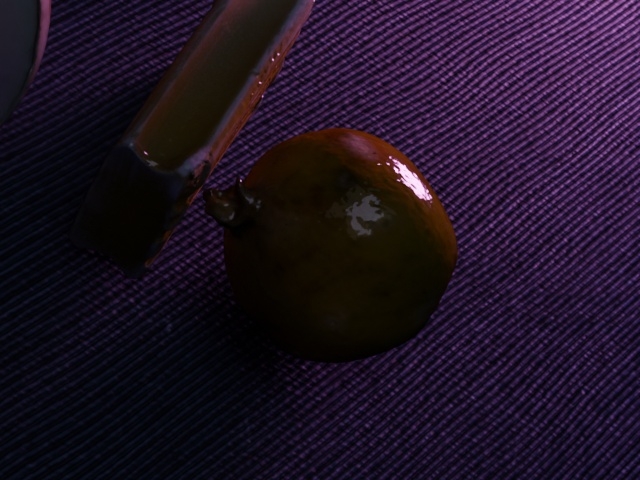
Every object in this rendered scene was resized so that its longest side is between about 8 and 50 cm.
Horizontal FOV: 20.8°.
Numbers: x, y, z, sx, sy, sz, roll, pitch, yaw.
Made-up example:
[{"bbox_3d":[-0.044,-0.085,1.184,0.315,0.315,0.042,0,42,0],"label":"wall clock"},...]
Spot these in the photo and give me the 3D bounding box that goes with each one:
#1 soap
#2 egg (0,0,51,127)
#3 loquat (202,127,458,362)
[{"bbox_3d":[-0.114,-0.111,1.570,0.089,0.173,0.274,32,50,-4],"label":"soap"},{"bbox_3d":[-0.328,-0.236,1.497,0.271,0.206,0.162,48,16,-12],"label":"egg"},{"bbox_3d":[0.000,0.000,1.561,0.246,0.213,0.213,20,54,-35],"label":"loquat"}]
